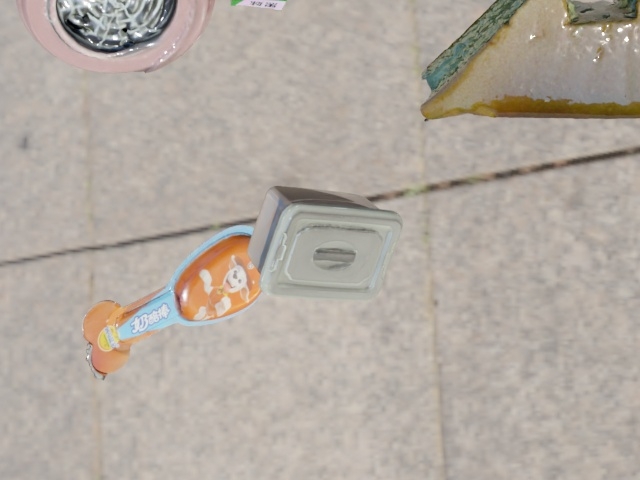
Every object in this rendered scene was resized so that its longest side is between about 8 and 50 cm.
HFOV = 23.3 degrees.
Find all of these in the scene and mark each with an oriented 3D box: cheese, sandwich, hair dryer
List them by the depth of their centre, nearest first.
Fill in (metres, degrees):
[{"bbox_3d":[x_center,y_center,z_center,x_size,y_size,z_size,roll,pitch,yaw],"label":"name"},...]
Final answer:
[{"bbox_3d":[-0.188,-0.279,0.931,0.125,0.352,0.210,-25,43,12],"label":"hair dryer"},{"bbox_3d":[0.204,-0.170,1.351,0.235,0.122,0.128,-1,110,5],"label":"sandwich"},{"bbox_3d":[-0.145,0.061,1.661,0.037,0.256,0.106,24,135,48],"label":"cheese"}]

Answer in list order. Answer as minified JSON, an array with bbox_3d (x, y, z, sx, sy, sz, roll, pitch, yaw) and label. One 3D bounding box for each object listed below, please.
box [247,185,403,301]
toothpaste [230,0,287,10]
[{"bbox_3d":[0.000,0.000,1.340,0.062,0.122,0.089,48,126,50],"label":"box"},{"bbox_3d":[-0.050,-0.260,1.169,0.037,0.043,0.179,128,140,-64],"label":"toothpaste"}]
